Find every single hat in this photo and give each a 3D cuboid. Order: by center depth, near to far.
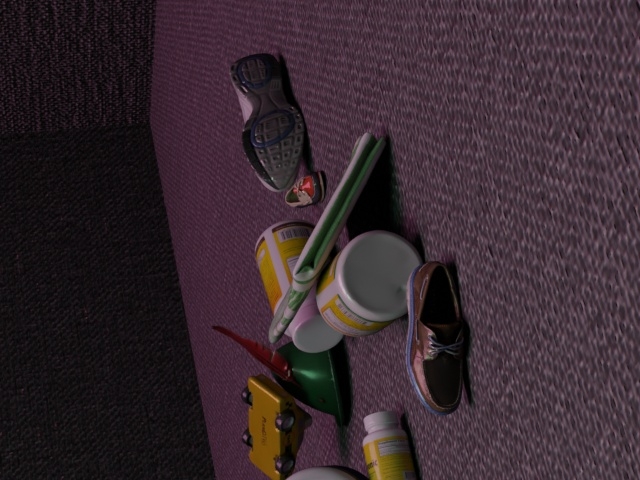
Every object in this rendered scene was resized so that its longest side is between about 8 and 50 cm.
[{"bbox_3d":[-0.072,0.221,2.399,0.173,0.183,0.209,163,95,-84],"label":"hat"}]

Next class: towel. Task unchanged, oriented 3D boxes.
[{"bbox_3d":[0.000,0.000,2.080,0.248,0.038,0.325,-64,1,-19],"label":"towel"}]

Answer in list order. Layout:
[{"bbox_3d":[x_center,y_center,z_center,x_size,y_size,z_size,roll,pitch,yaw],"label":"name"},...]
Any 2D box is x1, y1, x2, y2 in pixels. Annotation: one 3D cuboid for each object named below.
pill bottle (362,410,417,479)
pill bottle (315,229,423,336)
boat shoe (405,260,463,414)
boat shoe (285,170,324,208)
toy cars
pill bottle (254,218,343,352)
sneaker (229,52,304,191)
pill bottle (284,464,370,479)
[{"bbox_3d":[0.093,0.296,2.030,0.065,0.065,0.116,111,151,-64],"label":"pill bottle"},{"bbox_3d":[0.058,0.064,1.952,0.208,0.117,0.118,130,132,-73],"label":"pill bottle"},{"bbox_3d":[0.136,0.114,1.746,0.066,0.066,0.183,133,129,-72],"label":"boat shoe"},{"bbox_3d":[-0.024,-0.081,2.415,0.137,0.043,0.049,144,121,-74],"label":"boat shoe"},{"bbox_3d":[-0.020,0.389,2.405,0.176,0.087,0.394,-22,94,57],"label":"toy cars"},{"bbox_3d":[-0.027,0.073,2.333,0.215,0.117,0.117,-110,18,-46],"label":"pill bottle"},{"bbox_3d":[-0.081,-0.189,2.538,0.129,0.111,0.297,77,-178,-49],"label":"sneaker"},{"bbox_3d":[0.015,0.398,2.115,0.264,0.153,0.153,45,-143,-80],"label":"pill bottle"}]
